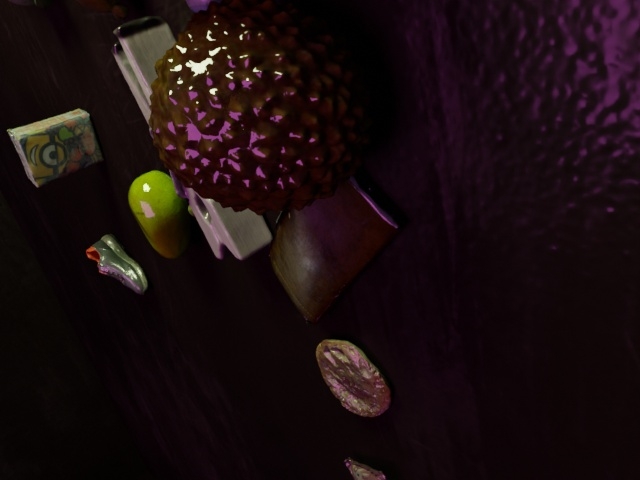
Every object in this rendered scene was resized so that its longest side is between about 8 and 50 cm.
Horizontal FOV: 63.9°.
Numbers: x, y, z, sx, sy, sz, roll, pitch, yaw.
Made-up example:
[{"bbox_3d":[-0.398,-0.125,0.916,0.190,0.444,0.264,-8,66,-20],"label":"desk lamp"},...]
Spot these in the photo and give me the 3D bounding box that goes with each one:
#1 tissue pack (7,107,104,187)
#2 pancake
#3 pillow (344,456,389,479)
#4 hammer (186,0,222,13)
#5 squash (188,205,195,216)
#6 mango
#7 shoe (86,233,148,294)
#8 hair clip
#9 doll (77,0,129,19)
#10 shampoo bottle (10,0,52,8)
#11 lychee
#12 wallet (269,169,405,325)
[{"bbox_3d":[-0.526,-0.189,1.031,0.060,0.148,0.109,28,136,34],"label":"tissue pack"},{"bbox_3d":[0.044,0.195,0.735,0.139,0.022,0.139,32,139,33],"label":"pancake"},{"bbox_3d":[0.112,0.435,0.825,0.118,0.043,0.185,-18,99,61],"label":"pillow"},{"bbox_3d":[-0.066,-0.275,0.471,0.194,0.069,0.116,11,123,41],"label":"hammer"},{"bbox_3d":[-0.182,-0.057,0.815,0.083,0.027,0.027,-14,105,54],"label":"squash"},{"bbox_3d":[-0.279,-0.045,0.889,0.117,0.089,0.163,38,142,26],"label":"mango"},{"bbox_3d":[-0.498,0.070,1.261,0.194,0.077,0.074,46,143,18],"label":"shoe"},{"bbox_3d":[-0.176,-0.126,0.703,0.101,0.085,0.331,1,119,53],"label":"hair clip"},{"bbox_3d":[-0.321,-0.392,0.679,0.209,0.097,0.137,53,-176,20],"label":"doll"},{"bbox_3d":[-0.520,-0.476,0.851,0.234,0.087,0.118,51,143,9],"label":"shampoo bottle"},{"bbox_3d":[-0.067,-0.124,0.480,0.238,0.200,0.200,29,138,17],"label":"lychee"},{"bbox_3d":[0.000,0.000,0.631,0.137,0.031,0.255,52,144,14],"label":"wallet"}]
